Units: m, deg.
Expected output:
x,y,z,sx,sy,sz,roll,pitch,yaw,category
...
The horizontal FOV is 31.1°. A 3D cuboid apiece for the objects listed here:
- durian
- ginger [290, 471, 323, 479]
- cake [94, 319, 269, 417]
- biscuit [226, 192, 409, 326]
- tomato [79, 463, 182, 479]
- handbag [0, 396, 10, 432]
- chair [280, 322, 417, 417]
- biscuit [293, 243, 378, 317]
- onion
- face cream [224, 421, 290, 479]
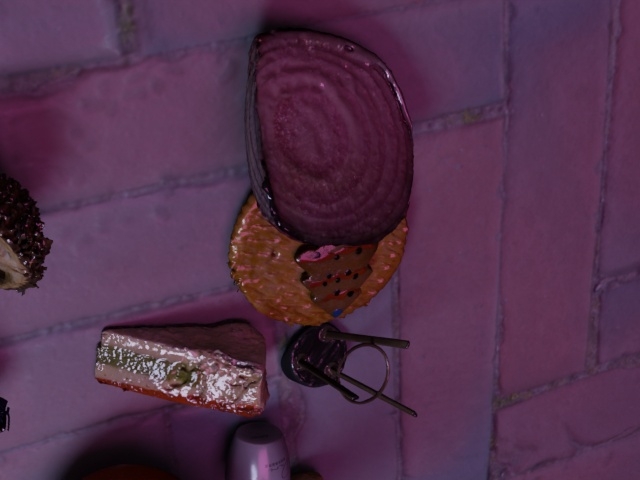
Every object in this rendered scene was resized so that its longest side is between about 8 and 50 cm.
x,y,z,sx,sy,sz,roll,pitch,yaw,category
-0.390,-0.006,1.220,0.196,0.196,0.167,3,147,-28,durian
-0.111,0.506,1.544,0.363,0.348,0.122,-41,101,6,ginger
-0.168,0.149,1.488,0.220,0.117,0.086,12,112,5,cake
0.000,0.000,1.488,0.254,0.035,0.254,-11,121,-19,biscuit
-0.246,0.415,1.477,0.256,0.224,0.256,-4,105,-14,tomato
-0.484,0.191,1.302,0.229,0.127,0.208,-25,131,-12,handbag
0.037,0.162,1.510,0.104,0.221,0.095,24,81,-32,chair
0.023,0.044,1.489,0.119,0.019,0.130,-12,122,-19,biscuit
-0.005,-0.113,1.366,0.247,0.111,0.250,0,83,-42,onion
-0.086,0.307,1.585,0.091,0.091,0.095,-6,111,-23,face cream
